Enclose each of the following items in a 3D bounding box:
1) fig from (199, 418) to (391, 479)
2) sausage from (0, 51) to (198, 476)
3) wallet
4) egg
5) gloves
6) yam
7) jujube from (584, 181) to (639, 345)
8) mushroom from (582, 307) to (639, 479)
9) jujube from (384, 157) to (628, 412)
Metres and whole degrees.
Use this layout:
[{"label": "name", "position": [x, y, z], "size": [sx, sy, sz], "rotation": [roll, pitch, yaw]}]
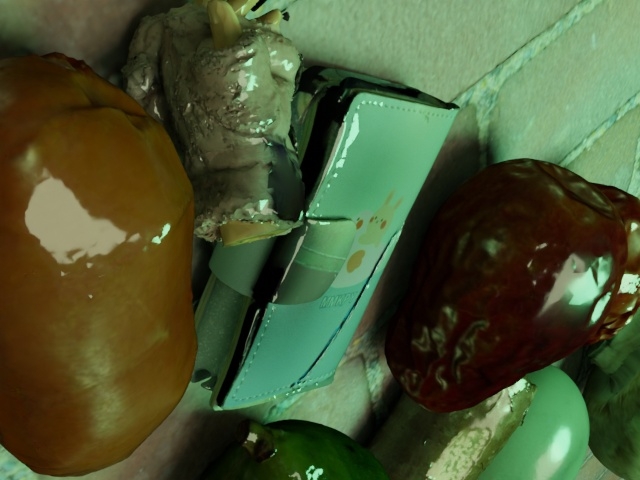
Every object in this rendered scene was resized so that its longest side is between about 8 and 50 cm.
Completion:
[{"label": "fig", "position": [-0.023, 0.234, 0.746], "size": [0.195, 0.195, 0.245], "rotation": [-34, 146, -27]}, {"label": "sausage", "position": [-0.135, 0.025, 0.468], "size": [0.133, 0.133, 0.258], "rotation": [-30, 143, -32]}, {"label": "wallet", "position": [0.000, 0.000, 0.660], "size": [0.176, 0.075, 0.251], "rotation": [-2, 121, -55]}, {"label": "egg", "position": [0.227, 0.252, 1.093], "size": [0.168, 0.168, 0.231], "rotation": [16, 109, -56]}, {"label": "gloves", "position": [-0.054, -0.068, 0.496], "size": [0.094, 0.144, 0.110], "rotation": [-16, 154, 21]}, {"label": "yam", "position": [0.132, 0.211, 0.983], "size": [0.128, 0.129, 0.238], "rotation": [31, 95, -22]}, {"label": "jujube", "position": [0.291, 0.034, 0.998], "size": [0.155, 0.155, 0.230], "rotation": [-45, 156, -13]}, {"label": "mushroom", "position": [0.533, 0.210, 1.359], "size": [0.352, 0.260, 0.352], "rotation": [-50, 174, -7]}, {"label": "jujube", "position": [0.164, 0.047, 0.837], "size": [0.190, 0.190, 0.255], "rotation": [0, 138, -52]}]
